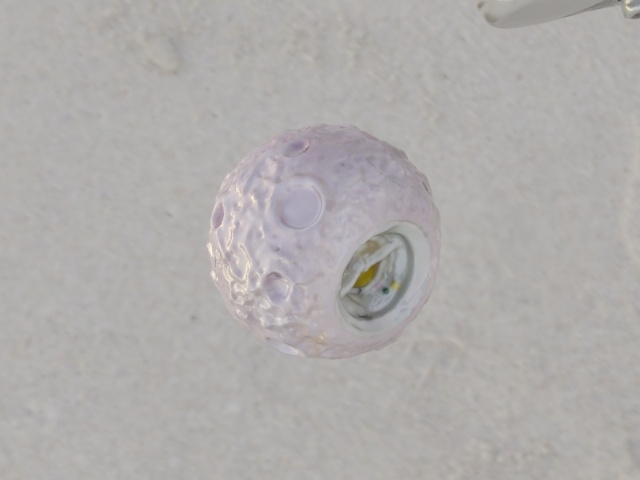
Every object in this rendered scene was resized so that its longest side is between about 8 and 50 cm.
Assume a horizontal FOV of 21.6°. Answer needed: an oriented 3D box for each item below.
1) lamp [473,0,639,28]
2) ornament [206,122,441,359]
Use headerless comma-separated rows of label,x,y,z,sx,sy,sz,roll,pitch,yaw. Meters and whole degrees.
lamp,0.219,-0.236,1.339,0.179,0.246,0.108,-13,86,51
ornament,0.000,0.000,1.813,0.225,0.259,0.259,33,92,43
